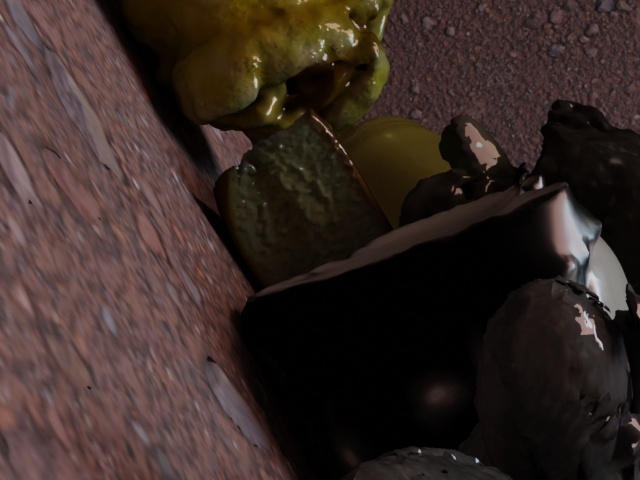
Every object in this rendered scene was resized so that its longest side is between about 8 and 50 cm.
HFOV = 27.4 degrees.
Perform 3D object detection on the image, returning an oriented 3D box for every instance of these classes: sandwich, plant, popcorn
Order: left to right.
[{"bbox_3d":[-0.052,-0.149,0.912,0.226,0.200,0.203,107,-7,-52],"label":"popcorn"},{"bbox_3d":[0.000,0.000,0.902,0.096,0.094,0.258,61,3,18],"label":"sandwich"},{"bbox_3d":[0.151,-0.014,0.839,0.203,0.131,0.142,22,29,16],"label":"plant"}]

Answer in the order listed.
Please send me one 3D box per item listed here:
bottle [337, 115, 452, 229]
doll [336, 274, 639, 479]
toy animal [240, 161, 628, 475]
[{"bbox_3d":[0.142,0.036,1.106,0.351,0.171,0.171,37,-13,43],"label":"bottle"},{"bbox_3d":[0.092,0.139,0.429,0.340,0.158,0.245,34,57,-72],"label":"doll"},{"bbox_3d":[0.109,0.102,0.710,0.266,0.213,0.212,60,4,-3],"label":"toy animal"}]
